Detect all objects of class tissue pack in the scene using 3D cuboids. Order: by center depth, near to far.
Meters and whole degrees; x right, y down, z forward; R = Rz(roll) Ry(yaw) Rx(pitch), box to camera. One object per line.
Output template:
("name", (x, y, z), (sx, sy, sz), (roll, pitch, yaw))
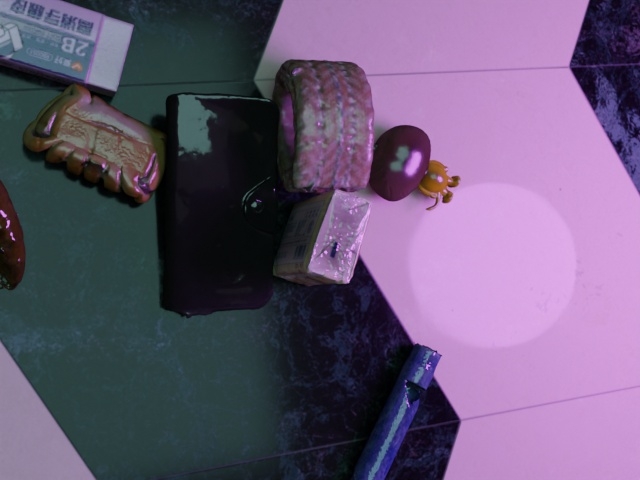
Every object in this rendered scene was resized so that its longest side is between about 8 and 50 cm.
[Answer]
("tissue pack", (0.000, 0.000, 1.470), (0.092, 0.196, 0.148), (22, 79, -19))

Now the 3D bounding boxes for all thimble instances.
("thimble", (-0.002, -0.194, 1.479), (0.148, 0.196, 0.229), (-1, 89, -15))

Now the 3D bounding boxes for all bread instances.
("bread", (-0.359, -0.157, 1.416), (0.225, 0.081, 0.134), (28, 73, -14))

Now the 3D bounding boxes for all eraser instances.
("eraser", (-0.423, -0.324, 1.410), (0.210, 0.068, 0.124), (15, 82, -18))

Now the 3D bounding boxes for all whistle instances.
("whistle", (0.132, 0.332, 1.571), (0.062, 0.062, 0.304), (30, 78, -15))

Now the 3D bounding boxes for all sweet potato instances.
("sweet potato", (-0.579, -0.107, 1.322), (0.130, 0.130, 0.422), (-44, 109, -16))

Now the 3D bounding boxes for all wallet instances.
("wallet", (-0.166, -0.057, 1.460), (0.197, 0.051, 0.377), (0, 101, -19))

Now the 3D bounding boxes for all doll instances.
("doll", (0.162, -0.124, 1.591), (0.145, 0.096, 0.188), (-43, 111, -10))
